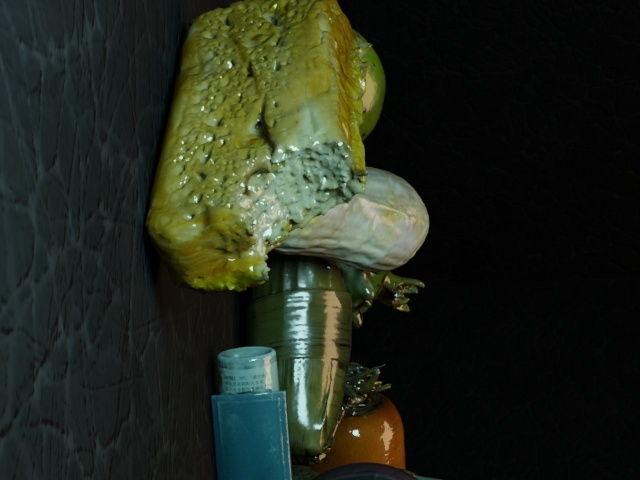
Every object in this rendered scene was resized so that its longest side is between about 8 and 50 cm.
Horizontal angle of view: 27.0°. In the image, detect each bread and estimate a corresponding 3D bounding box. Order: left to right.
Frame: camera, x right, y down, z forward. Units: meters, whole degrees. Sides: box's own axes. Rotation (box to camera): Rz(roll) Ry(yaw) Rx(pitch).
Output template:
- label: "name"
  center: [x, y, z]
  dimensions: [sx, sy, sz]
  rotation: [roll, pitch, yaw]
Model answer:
- label: "bread"
  center: [-0.045, -0.096, 1.179]
  dimensions: [0.380, 0.185, 0.109]
  rotation: [-88, 167, -54]

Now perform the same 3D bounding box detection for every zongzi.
- label: "zongzi"
  center: [-0.026, 0.157, 1.717]
  dimensions: [0.300, 0.138, 0.286]
  rotation: [78, 12, -74]

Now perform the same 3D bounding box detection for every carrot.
- label: "carrot"
  center: [0.051, 0.375, 2.416]
  dimensions: [0.193, 0.214, 0.331]
  rotation: [20, -68, 62]

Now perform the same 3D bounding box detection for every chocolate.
- label: "chocolate"
  center: [0.012, -0.037, 1.541]
  dimensions: [0.309, 0.134, 0.134]
  rotation: [15, 66, -43]

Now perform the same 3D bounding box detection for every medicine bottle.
- label: "medicine bottle"
  center: [-0.067, 0.243, 1.368]
  dimensions: [0.124, 0.079, 0.258]
  rotation: [-54, 141, -84]

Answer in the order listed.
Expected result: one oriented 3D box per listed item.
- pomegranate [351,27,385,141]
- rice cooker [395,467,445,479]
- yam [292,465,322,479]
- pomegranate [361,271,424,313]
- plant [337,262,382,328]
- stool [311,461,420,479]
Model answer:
- label: "pomegranate"
  center: [-0.028, -0.171, 1.587]
  dimensions: [0.246, 0.198, 0.198]
  rotation: [-54, 143, -65]
- label: "rice cooker"
  center: [0.108, 0.523, 2.087]
  dimensions: [0.335, 0.335, 0.325]
  rotation: [-72, 159, -81]
- label: "yam"
  center: [0.012, 0.386, 1.956]
  dimensions: [0.253, 0.061, 0.061]
  rotation: [-158, -118, -63]
- label: "pomegranate"
  center: [0.060, 0.056, 2.435]
  dimensions: [0.211, 0.263, 0.211]
  rotation: [-156, -90, -88]
- label: "plant"
  center: [-0.032, -0.009, 2.072]
  dimensions: [0.251, 0.180, 0.333]
  rotation: [-65, -147, 29]
- label: "stool"
  center: [0.043, 0.427, 1.744]
  dimensions: [0.178, 0.272, 0.272]
  rotation: [26, 60, -70]
